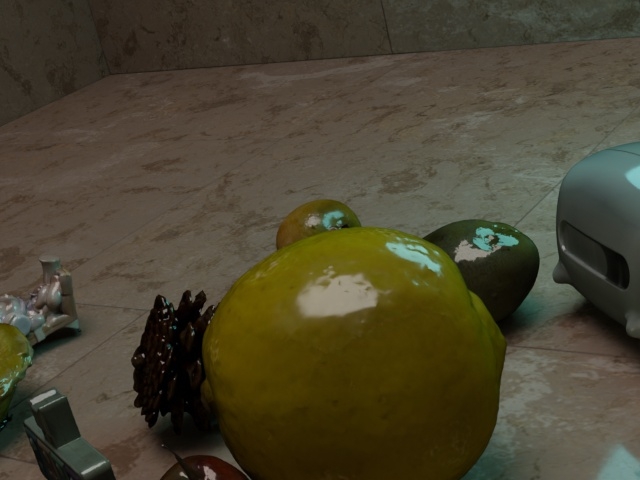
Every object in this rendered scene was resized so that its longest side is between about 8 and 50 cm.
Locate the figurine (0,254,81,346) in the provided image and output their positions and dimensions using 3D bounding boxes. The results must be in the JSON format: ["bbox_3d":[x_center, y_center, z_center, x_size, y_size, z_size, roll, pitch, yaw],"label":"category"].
[{"bbox_3d":[-0.532,0.125,1.966,0.236,0.141,0.162,-21,17,-16],"label":"figurine"}]

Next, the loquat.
[{"bbox_3d":[0.000,0.000,1.957,0.163,0.137,0.163,-7,5,1],"label":"loquat"}]

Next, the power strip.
[{"bbox_3d":[-0.302,0.249,1.397,0.061,0.145,0.215,-27,24,-27],"label":"power strip"}]

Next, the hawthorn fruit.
[{"bbox_3d":[-0.113,0.296,1.245,0.149,0.189,0.149,14,29,-8],"label":"hawthorn fruit"}]

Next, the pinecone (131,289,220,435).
[{"bbox_3d":[-0.165,0.171,1.580,0.207,0.208,0.208,-12,21,5],"label":"pinecone"}]

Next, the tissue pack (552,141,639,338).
[{"bbox_3d":[0.456,0.000,1.540,0.236,0.229,0.333,-16,21,-12],"label":"tissue pack"}]

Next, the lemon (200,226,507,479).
[{"bbox_3d":[0.036,0.148,1.303,0.348,0.348,0.348,-12,21,5],"label":"lemon"}]

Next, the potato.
[{"bbox_3d":[0.206,0.052,1.684,0.235,0.160,0.178,-12,-6,33],"label":"potato"}]

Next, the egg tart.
[{"bbox_3d":[-0.571,0.234,1.740,0.315,0.120,0.315,-9,28,5],"label":"egg tart"}]
